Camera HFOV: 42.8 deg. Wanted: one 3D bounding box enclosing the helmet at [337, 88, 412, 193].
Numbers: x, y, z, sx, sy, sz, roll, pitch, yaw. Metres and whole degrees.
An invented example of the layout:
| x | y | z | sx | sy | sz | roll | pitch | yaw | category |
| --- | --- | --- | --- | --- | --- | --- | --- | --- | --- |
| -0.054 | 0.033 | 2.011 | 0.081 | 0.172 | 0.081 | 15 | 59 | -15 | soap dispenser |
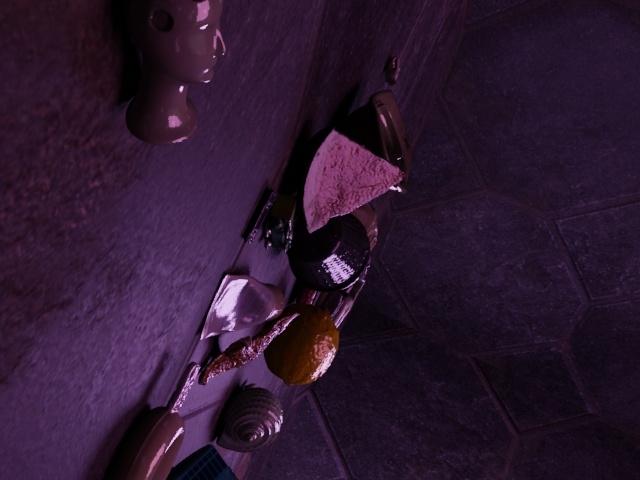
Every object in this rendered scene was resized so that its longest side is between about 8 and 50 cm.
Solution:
| x | y | z | sx | sy | sz | roll | pitch | yaw | category |
| --- | --- | --- | --- | --- | --- | --- | --- | --- | --- |
| 0.091 | -0.186 | 1.657 | 0.257 | 0.137 | 0.204 | -67 | 139 | -61 | helmet |

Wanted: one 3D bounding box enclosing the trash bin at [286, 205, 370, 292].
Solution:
| x | y | z | sx | sy | sz | roll | pitch | yaw | category |
| --- | --- | --- | --- | --- | --- | --- | --- | --- | --- |
| 0.000 | 0.000 | 1.590 | 0.175 | 0.176 | 0.161 | -64 | 161 | -9 | trash bin |

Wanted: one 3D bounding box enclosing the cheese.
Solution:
| x | y | z | sx | sy | sz | roll | pitch | yaw | category |
| --- | --- | --- | --- | --- | --- | --- | --- | --- | --- |
| -0.237 | 0.284 | 1.210 | 0.137 | 0.064 | 0.227 | 85 | 29 | -77 | cheese |

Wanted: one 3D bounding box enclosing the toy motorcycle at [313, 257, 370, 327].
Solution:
| x | y | z | sx | sy | sz | roll | pitch | yaw | category |
| --- | --- | --- | --- | --- | --- | --- | --- | --- | --- |
| 0.050 | 0.138 | 2.129 | 0.263 | 0.091 | 0.157 | -58 | 175 | -1 | toy motorcycle |

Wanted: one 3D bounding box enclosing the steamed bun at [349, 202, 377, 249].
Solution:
| x | y | z | sx | sy | sz | roll | pitch | yaw | category |
| --- | --- | --- | --- | --- | --- | --- | --- | --- | --- |
| 0.064 | -0.014 | 1.951 | 0.211 | 0.144 | 0.217 | -47 | 161 | -68 | steamed bun |

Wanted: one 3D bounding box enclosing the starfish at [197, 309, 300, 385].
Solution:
| x | y | z | sx | sy | sz | roll | pitch | yaw | category |
| --- | --- | --- | --- | --- | --- | --- | --- | --- | --- |
| -0.138 | 0.202 | 1.494 | 0.227 | 0.043 | 0.240 | -27 | 174 | -26 | starfish |

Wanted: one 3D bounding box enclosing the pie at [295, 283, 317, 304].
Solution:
| x | y | z | sx | sy | sz | roll | pitch | yaw | category |
| --- | --- | --- | --- | --- | --- | --- | --- | --- | --- |
| -0.023 | 0.109 | 2.099 | 0.182 | 0.050 | 0.182 | 21 | 90 | -89 | pie |

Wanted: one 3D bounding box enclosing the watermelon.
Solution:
| x | y | z | sx | sy | sz | roll | pitch | yaw | category |
| --- | --- | --- | --- | --- | --- | --- | --- | --- | --- |
| 0.032 | -0.132 | 1.438 | 0.202 | 0.136 | 0.207 | -18 | 139 | -28 | watermelon |

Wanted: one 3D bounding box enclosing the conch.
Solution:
| x | y | z | sx | sy | sz | roll | pitch | yaw | category |
| --- | --- | --- | --- | --- | --- | --- | --- | --- | --- |
| -0.153 | 0.418 | 1.909 | 0.172 | 0.131 | 0.200 | -69 | 170 | 22 | conch |

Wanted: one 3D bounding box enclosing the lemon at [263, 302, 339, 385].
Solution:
| x | y | z | sx | sy | sz | roll | pitch | yaw | category |
| --- | --- | --- | --- | --- | --- | --- | --- | --- | --- |
| -0.045 | 0.243 | 1.926 | 0.180 | 0.181 | 0.193 | -48 | 139 | -65 | lemon |

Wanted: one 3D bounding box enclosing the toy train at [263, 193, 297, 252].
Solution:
| x | y | z | sx | sy | sz | roll | pitch | yaw | category |
| --- | --- | --- | --- | --- | --- | --- | --- | --- | --- |
| -0.069 | -0.027 | 1.417 | 0.122 | 0.050 | 0.081 | 95 | 10 | -72 | toy train |

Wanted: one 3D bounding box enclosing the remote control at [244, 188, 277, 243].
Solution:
| x | y | z | sx | sy | sz | roll | pitch | yaw | category |
| --- | --- | --- | --- | --- | --- | --- | --- | --- | --- |
| -0.097 | -0.039 | 1.306 | 0.096 | 0.014 | 0.039 | -63 | 172 | -2 | remote control |

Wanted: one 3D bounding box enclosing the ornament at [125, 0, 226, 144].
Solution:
| x | y | z | sx | sy | sz | roll | pitch | yaw | category |
| --- | --- | --- | --- | --- | --- | --- | --- | --- | --- |
| -0.114 | -0.151 | 0.640 | 0.156 | 0.081 | 0.074 | 113 | 2 | -48 | ornament |

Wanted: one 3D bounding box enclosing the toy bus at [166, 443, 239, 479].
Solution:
| x | y | z | sx | sy | sz | roll | pitch | yaw | category |
| --- | --- | --- | --- | --- | --- | --- | --- | --- | --- |
| -0.238 | 0.465 | 1.436 | 0.128 | 0.147 | 0.256 | -37 | 175 | 9 | toy bus |

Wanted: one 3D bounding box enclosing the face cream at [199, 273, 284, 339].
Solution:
| x | y | z | sx | sy | sz | roll | pitch | yaw | category |
| --- | --- | --- | --- | --- | --- | --- | --- | --- | --- |
| -0.136 | 0.107 | 1.390 | 0.114 | 0.070 | 0.224 | -68 | 159 | 6 | face cream |

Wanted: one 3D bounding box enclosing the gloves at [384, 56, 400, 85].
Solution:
| x | y | z | sx | sy | sz | roll | pitch | yaw | category |
| --- | --- | --- | --- | --- | --- | --- | --- | --- | --- |
| 0.165 | -0.385 | 1.862 | 0.044 | 0.037 | 0.080 | -32 | -146 | 54 | gloves |
